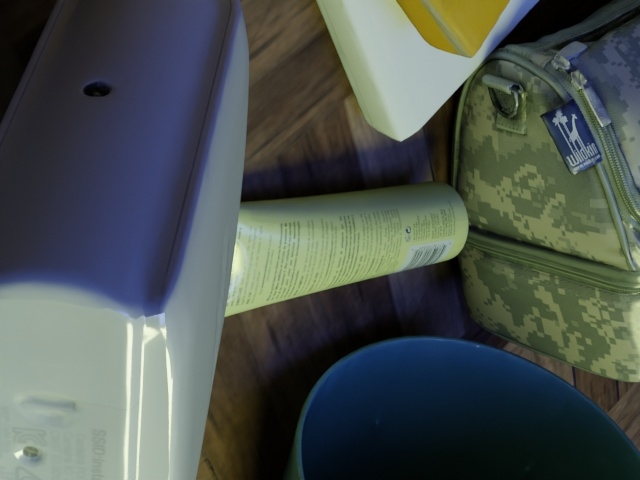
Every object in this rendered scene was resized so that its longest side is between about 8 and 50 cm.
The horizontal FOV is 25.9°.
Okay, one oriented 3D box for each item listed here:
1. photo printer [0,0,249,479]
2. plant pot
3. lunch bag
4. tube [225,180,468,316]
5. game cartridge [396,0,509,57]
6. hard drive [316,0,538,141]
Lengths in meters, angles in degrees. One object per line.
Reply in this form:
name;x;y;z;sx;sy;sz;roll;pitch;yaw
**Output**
photo printer;-0.101;0.022;0.687;0.307;0.107;0.256;-84;-178;-53
plant pot;0.088;0.258;1.079;0.293;0.293;0.235;-22;147;-40
lunch bag;0.247;-0.074;1.085;0.305;0.212;0.256;-31;123;-33
tube;0.000;0.000;0.964;0.240;0.062;0.070;-12;81;-40
game cartridge;0.081;-0.296;0.757;0.285;0.053;0.324;-58;144;-7
hard drive;0.068;-0.256;0.856;0.233;0.047;0.353;-47;143;-16
